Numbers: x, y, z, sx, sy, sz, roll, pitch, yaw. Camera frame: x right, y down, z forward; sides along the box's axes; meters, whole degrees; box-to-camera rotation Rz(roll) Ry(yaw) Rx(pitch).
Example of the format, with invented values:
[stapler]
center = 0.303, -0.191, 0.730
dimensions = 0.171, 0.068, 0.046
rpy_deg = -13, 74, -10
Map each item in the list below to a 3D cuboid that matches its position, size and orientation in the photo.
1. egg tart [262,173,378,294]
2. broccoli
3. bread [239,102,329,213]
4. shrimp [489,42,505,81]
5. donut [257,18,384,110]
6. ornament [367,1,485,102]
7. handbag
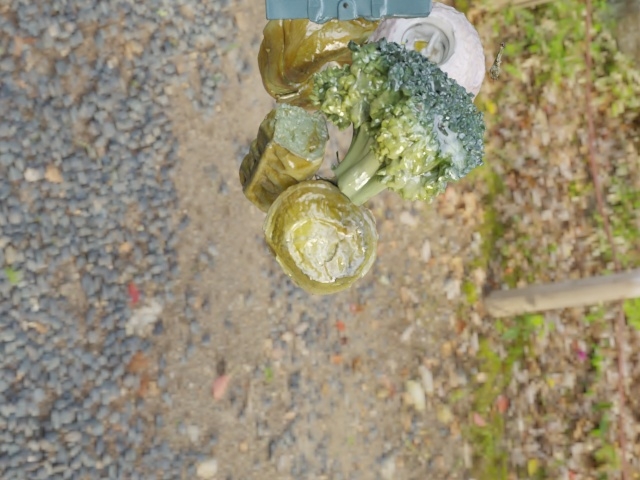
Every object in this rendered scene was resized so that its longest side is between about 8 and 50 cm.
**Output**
[egg tart]
center = 0.000, 0.000, 1.913
dimensions = 0.098, 0.232, 0.252
rpy_deg = -90, 179, -73
[broccoli]
center = 0.148, -0.183, 1.762
dimensions = 0.293, 0.281, 0.348
rpy_deg = 25, 32, -46
[bread]
center = -0.082, -0.157, 1.977
dimensions = 0.130, 0.267, 0.152
rpy_deg = -9, 67, -25
[shrimp]
center = 0.399, -0.404, 2.188
dimensions = 0.114, 0.023, 0.083
rpy_deg = -65, 170, -53
[donut]
center = 0.028, -0.443, 2.270
dimensions = 0.360, 0.360, 0.170
rpy_deg = 19, 52, -59
[ornament]
center = 0.219, -0.369, 2.049
dimensions = 0.225, 0.259, 0.259
rpy_deg = 69, 20, -73
[handbag]
center = 0.035, -0.352, 1.242
dimensions = 0.057, 0.221, 0.144
rpy_deg = -38, 128, -73
